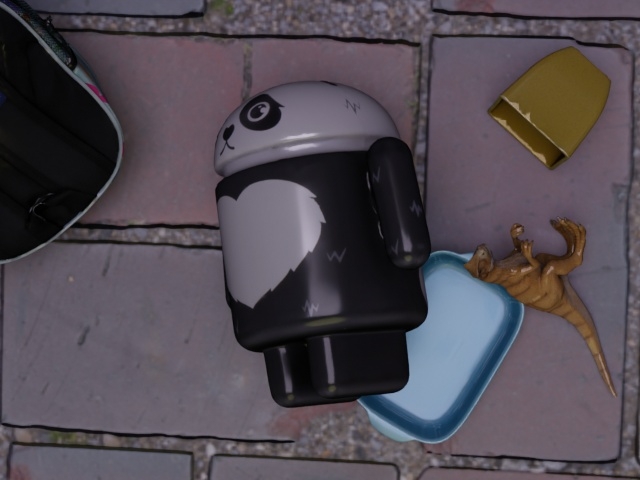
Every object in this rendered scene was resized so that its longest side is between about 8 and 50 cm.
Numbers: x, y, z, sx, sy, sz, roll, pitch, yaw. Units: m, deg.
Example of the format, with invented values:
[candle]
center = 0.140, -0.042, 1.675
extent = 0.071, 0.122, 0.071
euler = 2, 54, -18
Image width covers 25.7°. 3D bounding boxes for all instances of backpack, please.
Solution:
[backpack]
center = -0.307, -0.110, 1.229
extent = 0.225, 0.191, 0.253
euler = -42, 128, 7

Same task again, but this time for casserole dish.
[casserole dish]
center = 0.107, 0.096, 1.286
extent = 0.114, 0.037, 0.188
euler = 31, 95, 4

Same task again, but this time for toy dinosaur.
[toy dinosaur]
center = 0.206, 0.041, 1.258
extent = 0.211, 0.064, 0.112
euler = 32, 85, -28

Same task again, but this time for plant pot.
[plant pot]
center = 0.210, -0.124, 1.244
extent = 0.081, 0.081, 0.083
euler = 43, 84, 2

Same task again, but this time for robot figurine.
[robot figurine]
center = -0.003, 0.000, 1.210
extent = 0.209, 0.173, 0.278
euler = -10, 81, 11
